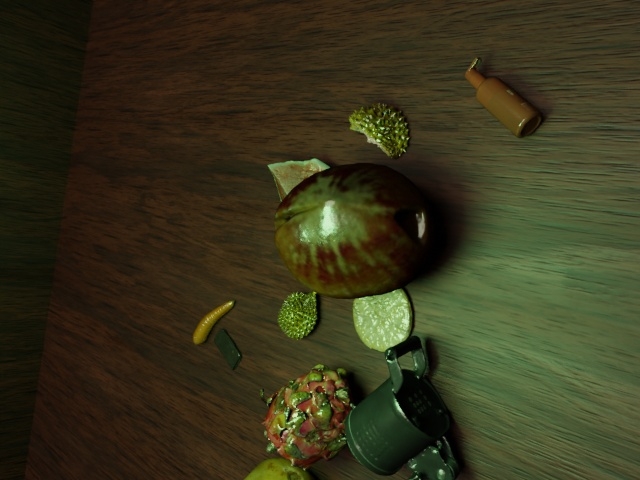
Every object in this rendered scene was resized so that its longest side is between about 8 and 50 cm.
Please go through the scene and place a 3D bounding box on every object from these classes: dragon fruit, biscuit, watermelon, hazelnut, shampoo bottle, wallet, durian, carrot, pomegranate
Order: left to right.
[{"bbox_3d":[-0.421,0.307,2.143,0.271,0.062,0.066,-51,23,20],"label":"carrot"},{"bbox_3d":[-0.352,0.409,2.094,0.157,0.018,0.082,45,115,34],"label":"wallet"},{"bbox_3d":[-0.133,0.815,1.713,0.264,0.264,0.265,-5,83,40],"label":"pomegranate"},{"bbox_3d":[-0.069,0.235,1.817,0.208,0.102,0.146,-53,50,19],"label":"durian"},{"bbox_3d":[-0.054,-0.158,1.800,0.256,0.176,0.260,-46,44,25],"label":"watermelon"},{"bbox_3d":[-0.019,0.504,1.654,0.291,0.250,0.269,-54,21,2],"label":"dragon fruit"},{"bbox_3d":[0.097,-0.041,1.513,0.428,0.402,0.403,1,86,26],"label":"hazelnut"},{"bbox_3d":[0.173,-0.339,1.673,0.132,0.165,0.183,87,174,-46],"label":"durian"},{"bbox_3d":[0.180,0.221,1.644,0.219,0.033,0.220,-4,84,40],"label":"biscuit"},{"bbox_3d":[0.460,-0.368,1.427,0.085,0.085,0.244,-49,58,26],"label":"shampoo bottle"}]

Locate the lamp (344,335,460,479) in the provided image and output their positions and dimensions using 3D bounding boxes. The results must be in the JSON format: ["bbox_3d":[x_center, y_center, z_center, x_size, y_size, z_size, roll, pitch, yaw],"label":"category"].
[{"bbox_3d":[0.192,0.483,1.491,0.272,0.205,0.374,-27,79,32],"label":"lamp"}]

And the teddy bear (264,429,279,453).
[{"bbox_3d":[-0.099,0.656,1.821,0.160,0.078,0.120,-1,103,19],"label":"teddy bear"}]
